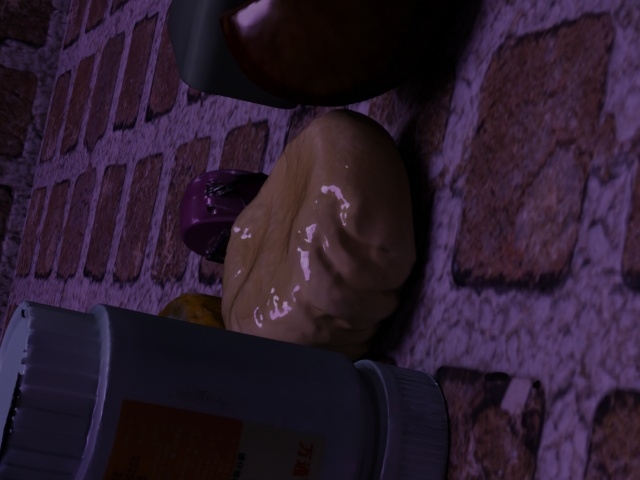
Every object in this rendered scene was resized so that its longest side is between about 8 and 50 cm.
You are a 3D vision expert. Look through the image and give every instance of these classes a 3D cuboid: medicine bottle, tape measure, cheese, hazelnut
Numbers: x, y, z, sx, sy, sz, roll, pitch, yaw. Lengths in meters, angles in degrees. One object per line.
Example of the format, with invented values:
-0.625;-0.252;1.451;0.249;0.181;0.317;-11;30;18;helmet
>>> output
-0.080;0.142;1.124;0.158;0.318;0.158;-166;90;-71;medicine bottle
-0.080;-0.023;1.543;0.125;0.118;0.074;128;151;-58;tape measure
0.000;0.000;1.303;0.214;0.117;0.226;-47;34;50;cheese
0.019;-0.238;1.286;0.217;0.217;0.252;-133;43;-67;hazelnut

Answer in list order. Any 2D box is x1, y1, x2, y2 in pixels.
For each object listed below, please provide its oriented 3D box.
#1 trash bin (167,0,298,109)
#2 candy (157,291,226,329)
-0.053;-0.338;1.601;0.223;0.158;0.344;-110;36;-58;trash bin
-0.130;0.180;1.569;0.260;0.118;0.260;-47;34;47;candy
